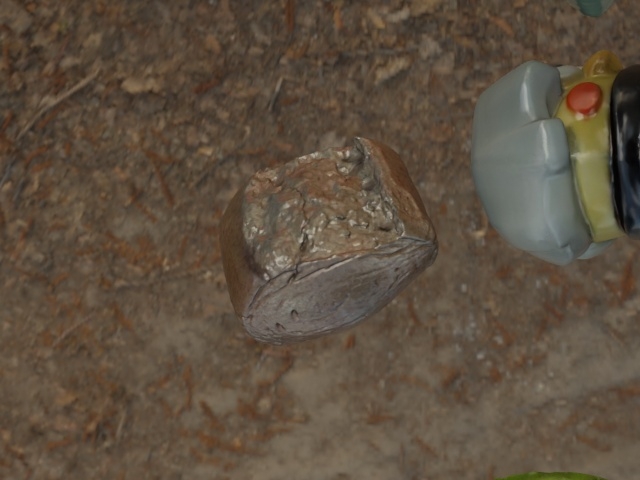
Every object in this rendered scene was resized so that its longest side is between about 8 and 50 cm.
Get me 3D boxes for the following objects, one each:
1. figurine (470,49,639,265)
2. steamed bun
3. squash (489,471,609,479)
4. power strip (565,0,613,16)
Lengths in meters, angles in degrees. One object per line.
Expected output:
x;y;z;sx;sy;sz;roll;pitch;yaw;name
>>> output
0.204;-0.053;0.680;0.236;0.176;0.133;-3;92;34;figurine
0.000;0.000;0.895;0.175;0.145;0.106;-27;128;11;steamed bun
0.127;0.242;0.714;0.219;0.219;0.041;-13;128;15;squash
0.115;-0.187;0.482;0.224;0.139;0.140;39;102;13;power strip
